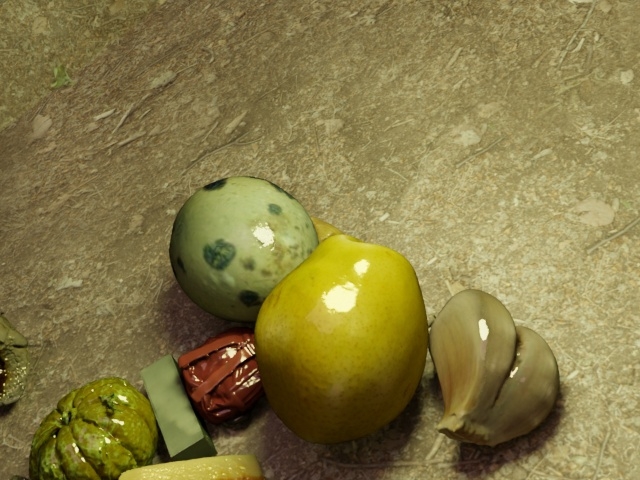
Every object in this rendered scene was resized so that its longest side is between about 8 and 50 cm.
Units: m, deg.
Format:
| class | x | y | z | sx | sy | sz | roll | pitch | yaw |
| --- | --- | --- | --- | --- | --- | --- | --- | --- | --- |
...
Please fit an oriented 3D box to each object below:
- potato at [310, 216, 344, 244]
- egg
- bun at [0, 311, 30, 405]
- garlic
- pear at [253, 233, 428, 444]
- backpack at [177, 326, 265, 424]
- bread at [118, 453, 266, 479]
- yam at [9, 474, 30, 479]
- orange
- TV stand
| class | x | y | z | sx | sy | sz | roll | pitch | yaw |
| --- | --- | --- | --- | --- | --- | --- | --- | --- | --- |
| potato | 0.000 | 0.000 | 2.052 | 0.107 | 0.080 | 0.170 | -29 | 41 | -19 |
| egg | -0.176 | 0.024 | 1.906 | 0.345 | 0.345 | 0.428 | -37 | 22 | -9 |
| bun | -0.858 | 0.283 | 2.070 | 0.282 | 0.281 | 0.204 | 14 | 56 | 35 |
| garlic | 0.339 | 0.237 | 1.630 | 0.340 | 0.232 | 0.245 | -107 | 37 | -61 |
| pear | 0.044 | 0.199 | 1.634 | 0.362 | 0.362 | 0.418 | 15 | 80 | 35 |
| backpack | -0.200 | 0.292 | 1.831 | 0.229 | 0.139 | 0.229 | -14 | 46 | 15 |
| bread | -0.254 | 0.509 | 1.642 | 0.264 | 0.163 | 0.167 | -29 | 43 | -3 |
| yam | -0.702 | 0.671 | 1.776 | 0.071 | 0.067 | 0.317 | -9 | 46 | 18 |
| orange | -0.489 | 0.452 | 1.764 | 0.301 | 0.223 | 0.300 | -45 | 24 | -16 |
| TV stand | -0.325 | 0.390 | 1.846 | 0.088 | 0.082 | 0.269 | -30 | 43 | -5 |
